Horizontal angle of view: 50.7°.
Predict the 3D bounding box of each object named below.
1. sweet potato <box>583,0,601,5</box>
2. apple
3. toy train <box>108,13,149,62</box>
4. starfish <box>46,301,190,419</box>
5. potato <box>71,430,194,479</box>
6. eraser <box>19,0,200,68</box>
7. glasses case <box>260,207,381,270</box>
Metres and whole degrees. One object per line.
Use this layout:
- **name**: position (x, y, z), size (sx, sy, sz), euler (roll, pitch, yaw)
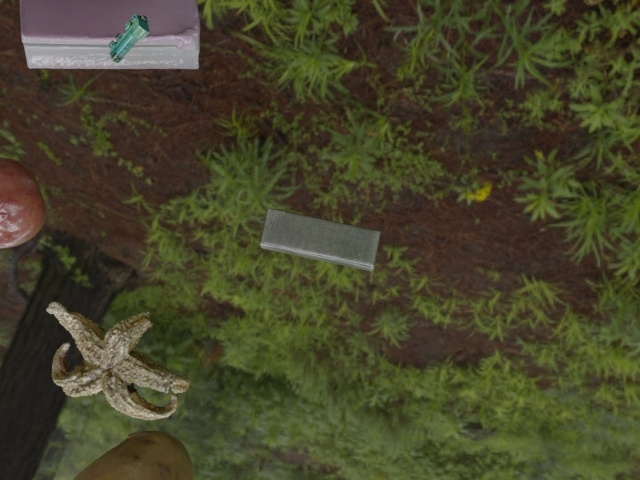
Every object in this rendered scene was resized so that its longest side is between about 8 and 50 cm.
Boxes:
- **sweet potato**: position (0.560, -0.480, 1.255), size (0.075, 0.273, 0.075), euler (-2, 107, -6)
- **apple**: position (-0.528, -0.064, 1.130), size (0.120, 0.153, 0.153), euler (-11, 152, -26)
- **toy train**: position (-0.305, -0.320, 1.077), size (0.092, 0.045, 0.029), euler (-39, 138, 26)
- **starfish**: position (-0.266, 0.149, 0.849), size (0.210, 0.150, 0.053), euler (42, 179, 7)
- **potato**: position (-0.185, 0.276, 0.589), size (0.128, 0.234, 0.161), euler (-6, 149, 17)
- **eraser**: position (-0.452, -0.507, 1.459), size (0.359, 0.272, 0.122), euler (-4, 156, -18)
- **glasses case**: position (0.000, 0.000, 1.201), size (0.205, 0.070, 0.047), euler (11, 165, 0)
